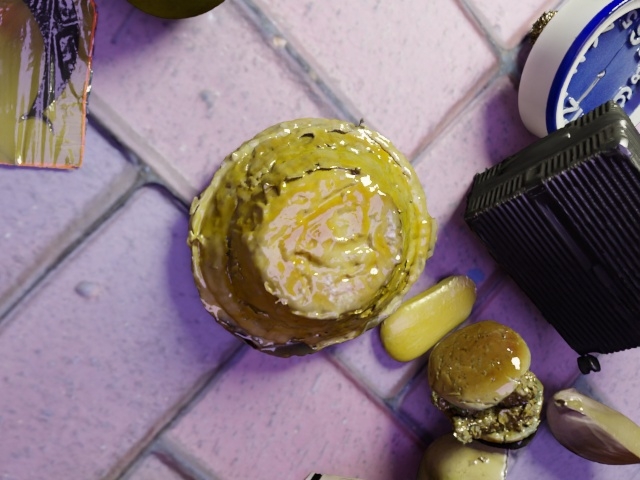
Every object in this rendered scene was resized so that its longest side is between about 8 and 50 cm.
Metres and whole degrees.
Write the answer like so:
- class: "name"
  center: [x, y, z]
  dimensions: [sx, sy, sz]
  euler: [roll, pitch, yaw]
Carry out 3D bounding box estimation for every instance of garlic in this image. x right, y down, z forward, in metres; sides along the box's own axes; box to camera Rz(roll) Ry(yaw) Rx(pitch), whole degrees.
- class: "garlic"
  center: [0.437, 0.304, 0.778]
  dimensions: [0.196, 0.101, 0.087]
  euler: [35, 54, -10]

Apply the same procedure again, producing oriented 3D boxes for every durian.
- class: "durian"
  center: [0.359, -0.305, 0.715]
  dimensions: [0.091, 0.080, 0.080]
  euler: [4, 94, -28]

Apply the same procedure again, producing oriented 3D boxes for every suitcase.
- class: "suitcase"
  center: [0.388, 0.007, 0.656]
  dimensions: [0.335, 0.230, 0.152]
  euler: [45, 42, -15]

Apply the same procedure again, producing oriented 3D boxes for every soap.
- class: "soap"
  center: [0.166, 0.118, 0.718]
  dimensions: [0.169, 0.033, 0.089]
  euler: [-28, 107, -12]

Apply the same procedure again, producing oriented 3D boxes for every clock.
- class: "clock"
  center: [0.399, -0.241, 0.679]
  dimensions: [0.231, 0.083, 0.230]
  euler: [-16, 132, -18]

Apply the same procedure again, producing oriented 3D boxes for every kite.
- class: "kite"
  center: [-0.422, -0.219, 0.530]
  dimensions: [0.327, 0.013, 0.377]
  euler: [-42, 105, -8]

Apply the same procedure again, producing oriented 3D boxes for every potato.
- class: "potato"
  center: [0.203, 0.365, 0.707]
  dimensions: [0.117, 0.182, 0.202]
  euler: [13, 117, 15]

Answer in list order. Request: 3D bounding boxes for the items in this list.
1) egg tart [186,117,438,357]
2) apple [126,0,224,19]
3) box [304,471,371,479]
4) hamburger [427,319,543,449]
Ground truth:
- class: "egg tart"
  center: [-0.001, 0.000, 0.609]
  dimensions: [0.342, 0.132, 0.341]
  euler: [-2, 96, -14]
- class: "apple"
  center: [-0.173, -0.337, 0.503]
  dimensions: [0.157, 0.196, 0.196]
  euler: [-37, 107, 26]
- class: "box"
  center: [0.100, 0.400, 0.652]
  dimensions: [0.247, 0.033, 0.129]
  euler: [-4, 97, 23]
- class: "hamburger"
  center: [0.225, 0.204, 0.667]
  dimensions: [0.185, 0.159, 0.131]
  euler: [-53, 129, -37]
